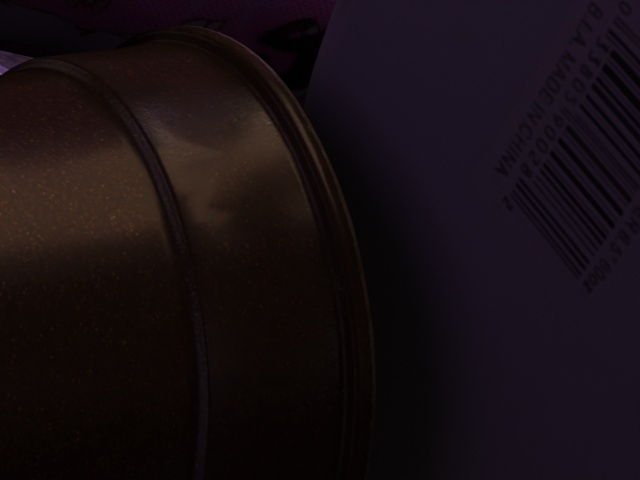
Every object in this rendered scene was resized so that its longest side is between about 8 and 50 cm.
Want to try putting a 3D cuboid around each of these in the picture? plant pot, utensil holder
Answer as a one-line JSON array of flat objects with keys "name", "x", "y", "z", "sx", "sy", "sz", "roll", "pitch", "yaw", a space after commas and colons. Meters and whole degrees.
[{"name": "plant pot", "x": -0.102, "y": 0.032, "z": 0.448, "sx": 0.165, "sy": 0.167, "sz": 0.167, "roll": -5, "pitch": 28, "yaw": -35}, {"name": "utensil holder", "x": 0.231, "y": 0.019, "z": 0.484, "sx": 0.385, "sy": 0.328, "sz": 0.327, "roll": -8, "pitch": 30, "yaw": -37}]

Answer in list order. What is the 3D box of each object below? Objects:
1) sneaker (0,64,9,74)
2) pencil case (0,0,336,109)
[{"name": "sneaker", "x": -0.263, "y": -0.067, "z": 0.663, "sx": 0.321, "sy": 0.125, "sz": 0.180, "roll": 20, "pitch": 9, "yaw": -36}, {"name": "pencil case", "x": -0.075, "y": -0.119, "z": 0.553, "sx": 0.386, "sy": 0.167, "sz": 0.160, "roll": 6, "pitch": 61, "yaw": -29}]
